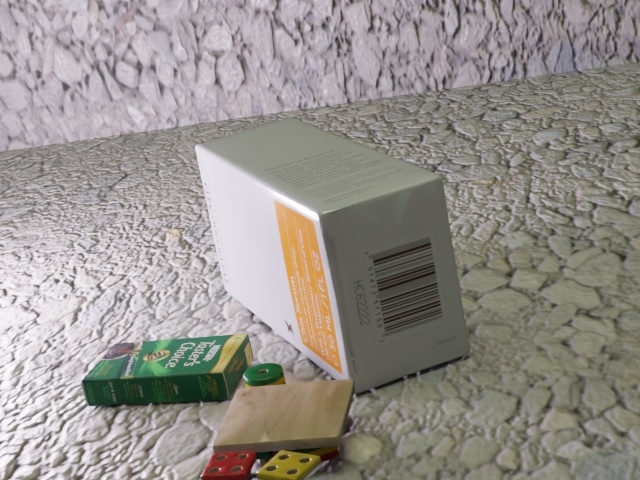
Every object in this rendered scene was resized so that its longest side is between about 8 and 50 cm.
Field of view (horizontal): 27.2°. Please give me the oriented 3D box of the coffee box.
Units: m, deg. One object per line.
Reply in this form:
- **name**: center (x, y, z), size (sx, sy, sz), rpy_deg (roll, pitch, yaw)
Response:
- **coffee box**: center (-0.183, 0.157, 1.608), size (0.184, 0.040, 0.113), rpy_deg (-4, 19, 17)

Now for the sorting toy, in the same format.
- **sorting toy**: center (-0.035, 0.202, 1.385), size (0.132, 0.046, 0.274), rpy_deg (-6, 18, 11)

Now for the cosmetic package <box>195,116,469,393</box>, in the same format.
- **cosmetic package**: center (0.000, 0.000, 1.682), size (0.161, 0.230, 0.453), rpy_deg (-17, 19, -18)
